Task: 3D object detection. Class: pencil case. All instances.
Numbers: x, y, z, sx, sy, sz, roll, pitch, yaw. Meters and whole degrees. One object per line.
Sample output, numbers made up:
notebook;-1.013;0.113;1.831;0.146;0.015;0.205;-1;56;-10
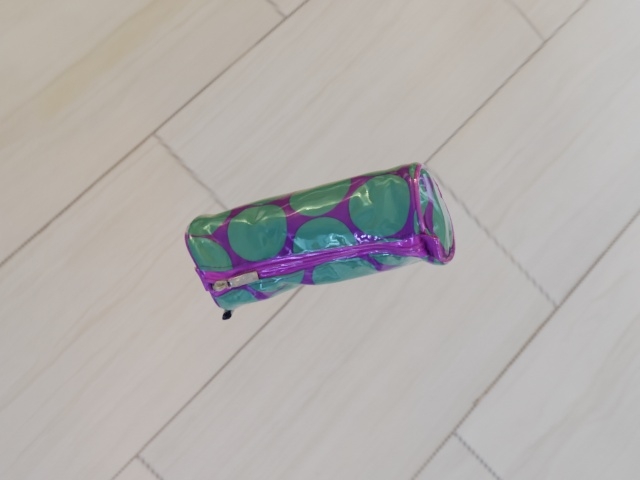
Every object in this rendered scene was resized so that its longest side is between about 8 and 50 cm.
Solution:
pencil case;0.000;0.000;0.656;0.070;0.151;0.064;-75;146;-57
